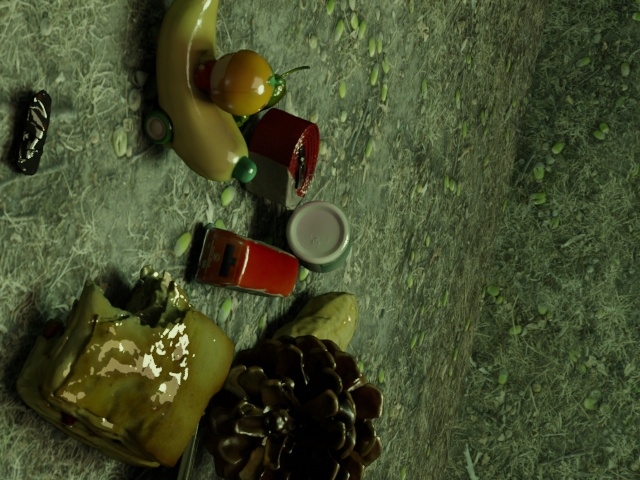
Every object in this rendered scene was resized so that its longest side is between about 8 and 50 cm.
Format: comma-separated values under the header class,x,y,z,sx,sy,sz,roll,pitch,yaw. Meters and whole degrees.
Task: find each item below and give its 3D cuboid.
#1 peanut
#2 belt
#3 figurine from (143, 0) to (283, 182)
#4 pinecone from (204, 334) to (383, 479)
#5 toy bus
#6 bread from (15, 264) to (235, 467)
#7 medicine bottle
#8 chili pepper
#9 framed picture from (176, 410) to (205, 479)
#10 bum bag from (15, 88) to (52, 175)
class,x,y,z,sx,sy,sz,roll,pitch,yaw
peanut,-0.023,0.233,2.211,0.340,0.158,0.174,-46,140,-59
belt,-0.083,-0.164,1.962,0.128,0.124,0.201,-47,154,-44
figurine,-0.176,-0.254,1.630,0.124,0.222,0.324,-33,128,-54
pinecone,-0.060,0.361,1.894,0.384,0.384,0.384,-33,128,-57
toy bus,-0.137,0.051,1.937,0.265,0.120,0.121,22,80,-64
bread,-0.288,0.197,1.598,0.314,0.191,0.370,-66,150,-27
medicine bottle,0.000,0.000,2.121,0.274,0.133,0.133,74,29,-81
chili pepper,-0.113,-0.286,1.929,0.204,0.073,0.072,-40,153,-38
framed picture,-0.235,0.380,1.831,0.260,0.023,0.189,122,-20,-84
bum bag,-0.406,-0.153,1.402,0.058,0.034,0.124,-2,101,-78
